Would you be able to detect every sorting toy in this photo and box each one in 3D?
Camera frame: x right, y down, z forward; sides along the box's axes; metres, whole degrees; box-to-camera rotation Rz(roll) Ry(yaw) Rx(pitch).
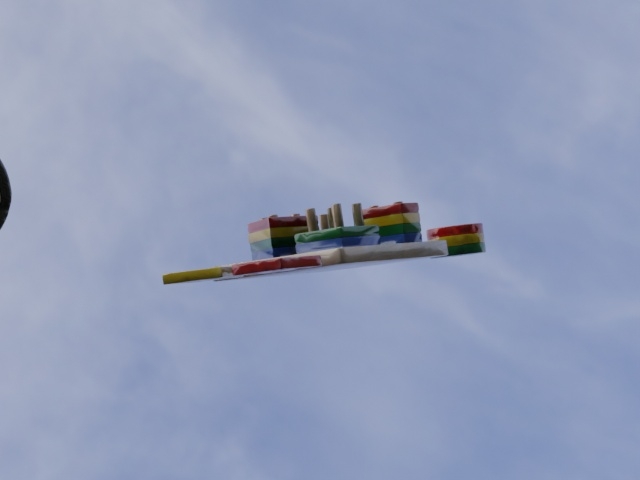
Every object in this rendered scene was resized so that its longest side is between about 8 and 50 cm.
[{"bbox_3d":[0.000,0.000,1.253,0.274,0.132,0.046,-4,-93,-49],"label":"sorting toy"}]

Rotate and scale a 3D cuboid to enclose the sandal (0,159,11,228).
[{"bbox_3d":[-0.347,-0.005,1.045,0.303,0.086,0.120,-21,-64,1],"label":"sandal"}]
